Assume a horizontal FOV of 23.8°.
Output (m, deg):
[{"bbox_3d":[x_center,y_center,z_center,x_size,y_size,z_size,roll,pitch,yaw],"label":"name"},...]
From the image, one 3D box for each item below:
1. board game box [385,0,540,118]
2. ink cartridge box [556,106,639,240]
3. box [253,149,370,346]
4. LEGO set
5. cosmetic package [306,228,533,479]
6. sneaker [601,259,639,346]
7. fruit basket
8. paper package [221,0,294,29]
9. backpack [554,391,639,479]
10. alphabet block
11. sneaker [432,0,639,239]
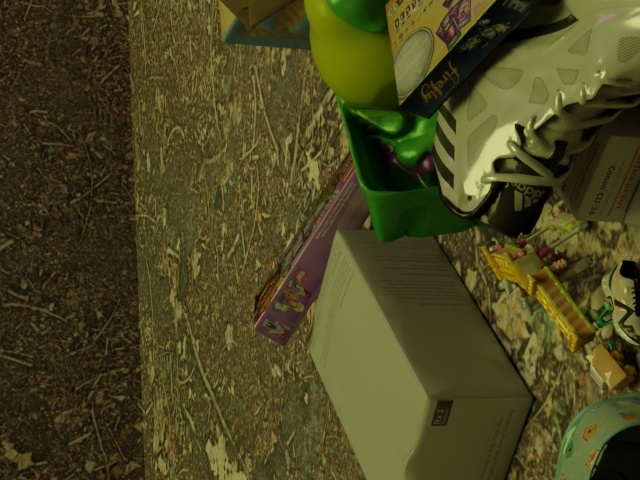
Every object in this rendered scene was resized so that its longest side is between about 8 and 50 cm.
[{"bbox_3d":[0.160,-0.266,1.589,0.243,0.042,0.165,-46,35,38],"label":"board game box"},{"bbox_3d":[0.305,-0.099,1.676,0.198,0.067,0.115,-115,34,-49],"label":"ink cartridge box"},{"bbox_3d":[0.000,0.000,2.241,0.293,0.057,0.201,-57,8,8],"label":"box"},{"bbox_3d":[0.286,0.047,1.726,0.287,0.107,0.132,46,166,56],"label":"LEGO set"},{"bbox_3d":[0.120,0.173,2.027,0.385,0.156,0.217,-117,35,-50],"label":"cosmetic package"},{"bbox_3d":[0.334,0.067,1.628,0.043,0.040,0.109,116,147,-42],"label":"sneaker"},{"bbox_3d":[0.116,-0.221,1.872,0.392,0.283,0.392,172,90,-81],"label":"fruit basket"},{"bbox_3d":[-0.030,-0.508,2.165,0.309,0.168,0.325,-28,32,31],"label":"paper package"},{"bbox_3d":[0.317,0.225,1.452,0.144,0.188,0.165,-136,50,-62],"label":"backpack"},{"bbox_3d":[-0.055,-0.444,2.472,0.192,0.193,0.197,132,135,-57],"label":"alphabet block"},{"bbox_3d":[0.270,-0.122,1.541,0.447,0.169,0.257,3,81,60],"label":"sneaker"}]
